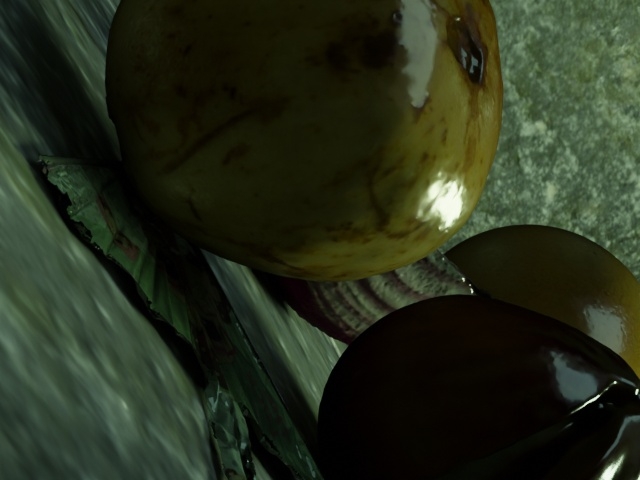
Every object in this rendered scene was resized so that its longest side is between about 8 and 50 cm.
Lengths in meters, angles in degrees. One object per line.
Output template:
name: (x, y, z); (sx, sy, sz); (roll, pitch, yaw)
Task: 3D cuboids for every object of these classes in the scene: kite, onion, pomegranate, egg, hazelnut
kite: (-0.064, 0.043, 0.768); (0.323, 0.013, 0.268); (55, 9, -43)
onion: (0.000, 0.000, 1.147); (0.250, 0.111, 0.247); (45, -7, -39)
pomegranate: (-0.012, -0.079, 0.786); (0.215, 0.215, 0.215); (62, 6, -11)
egg: (0.220, 0.124, 1.580); (0.282, 0.282, 0.351); (62, 3, -5)
hazelnut: (0.118, 0.147, 0.962); (0.251, 0.217, 0.217); (61, 6, -14)
